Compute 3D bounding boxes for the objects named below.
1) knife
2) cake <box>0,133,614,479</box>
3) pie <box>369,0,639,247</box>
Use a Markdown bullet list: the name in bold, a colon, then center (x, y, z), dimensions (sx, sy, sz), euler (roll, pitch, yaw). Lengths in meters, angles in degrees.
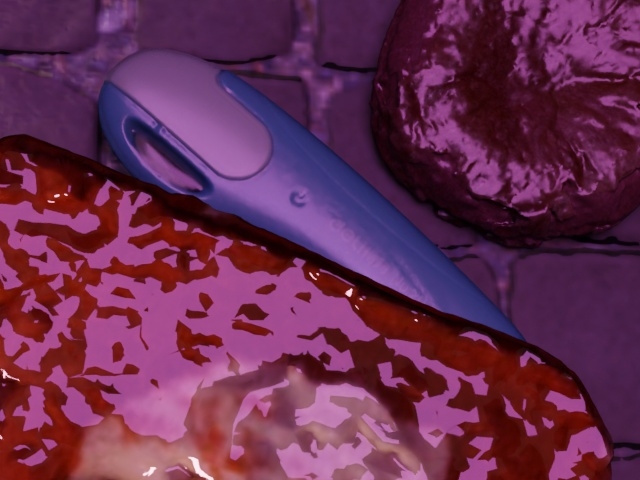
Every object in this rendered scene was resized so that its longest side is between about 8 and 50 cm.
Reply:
- **knife**: center (0.000, 0.000, 0.629), dimensions (0.222, 0.031, 0.064), euler (40, 72, 1)
- **cake**: center (-0.050, 0.080, 0.528), dimensions (0.283, 0.151, 0.177), euler (23, 86, -5)
- **pie**: center (0.096, -0.070, 0.666), dimensions (0.153, 0.038, 0.153), euler (3, 72, -9)
